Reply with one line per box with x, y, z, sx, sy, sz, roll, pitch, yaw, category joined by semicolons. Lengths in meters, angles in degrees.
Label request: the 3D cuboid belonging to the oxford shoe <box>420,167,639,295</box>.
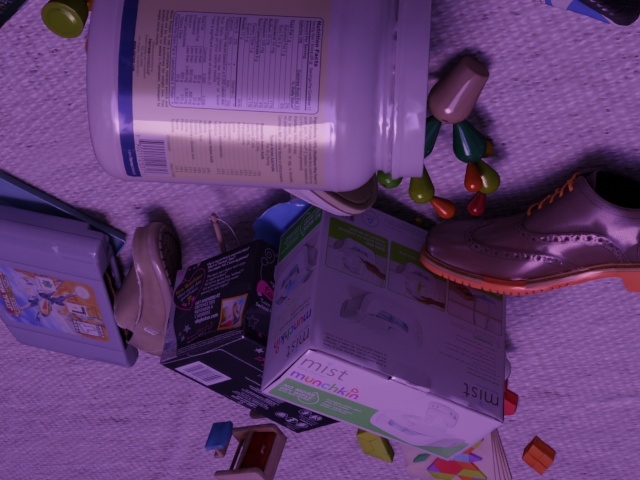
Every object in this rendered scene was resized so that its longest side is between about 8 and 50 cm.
0.281;-0.021;1.820;0.364;0.130;0.132;-2;115;23;oxford shoe

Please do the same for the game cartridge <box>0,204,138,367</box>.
-0.365;0.067;2.216;0.198;0.062;0.297;8;145;11;game cartridge

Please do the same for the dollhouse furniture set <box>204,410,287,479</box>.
-0.082;0.224;2.197;0.129;0.183;0.129;-11;133;33;dollhouse furniture set

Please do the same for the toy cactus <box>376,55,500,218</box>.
0.124;-0.127;1.768;0.219;0.112;0.180;31;122;-11;toy cactus

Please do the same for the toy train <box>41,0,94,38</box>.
-0.244;-0.265;1.697;0.105;0.143;0.248;-4;137;28;toy train

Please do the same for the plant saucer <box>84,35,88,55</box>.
-0.229;-0.217;1.854;0.083;0.015;0.083;12;141;9;plant saucer

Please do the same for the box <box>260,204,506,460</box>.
0.082;0.101;1.903;0.262;0.231;0.127;22;141;-21;box

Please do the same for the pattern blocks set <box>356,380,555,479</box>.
0.188;0.296;2.299;0.285;0.026;0.325;-4;137;27;pattern blocks set

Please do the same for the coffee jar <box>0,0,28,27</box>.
-0.384;-0.271;1.802;0.096;0.079;0.184;31;140;-20;coffee jar

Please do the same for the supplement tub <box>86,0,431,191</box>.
-0.055;-0.169;1.617;0.325;0.235;0.235;3;141;3;supplement tub

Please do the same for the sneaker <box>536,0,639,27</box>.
0.214;-0.267;1.563;0.211;0.080;0.081;31;148;0;sneaker

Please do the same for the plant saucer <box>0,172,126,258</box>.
-0.350;-0.030;2.135;0.192;0.018;0.067;27;142;-12;plant saucer

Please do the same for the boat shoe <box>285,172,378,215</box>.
-0.069;-0.128;1.829;0.302;0.113;0.103;41;140;-10;boat shoe

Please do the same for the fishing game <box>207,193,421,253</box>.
0.000;0.000;2.006;0.264;0.041;0.189;-1;140;11;fishing game

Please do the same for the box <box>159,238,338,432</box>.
-0.053;0.123;2.032;0.163;0.142;0.247;-20;140;41;box

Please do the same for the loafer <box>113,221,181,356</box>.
-0.229;0.075;2.137;0.092;0.102;0.268;0;141;1;loafer

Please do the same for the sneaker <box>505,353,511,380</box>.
0.139;0.135;2.090;0.209;0.081;0.094;-2;131;16;sneaker
